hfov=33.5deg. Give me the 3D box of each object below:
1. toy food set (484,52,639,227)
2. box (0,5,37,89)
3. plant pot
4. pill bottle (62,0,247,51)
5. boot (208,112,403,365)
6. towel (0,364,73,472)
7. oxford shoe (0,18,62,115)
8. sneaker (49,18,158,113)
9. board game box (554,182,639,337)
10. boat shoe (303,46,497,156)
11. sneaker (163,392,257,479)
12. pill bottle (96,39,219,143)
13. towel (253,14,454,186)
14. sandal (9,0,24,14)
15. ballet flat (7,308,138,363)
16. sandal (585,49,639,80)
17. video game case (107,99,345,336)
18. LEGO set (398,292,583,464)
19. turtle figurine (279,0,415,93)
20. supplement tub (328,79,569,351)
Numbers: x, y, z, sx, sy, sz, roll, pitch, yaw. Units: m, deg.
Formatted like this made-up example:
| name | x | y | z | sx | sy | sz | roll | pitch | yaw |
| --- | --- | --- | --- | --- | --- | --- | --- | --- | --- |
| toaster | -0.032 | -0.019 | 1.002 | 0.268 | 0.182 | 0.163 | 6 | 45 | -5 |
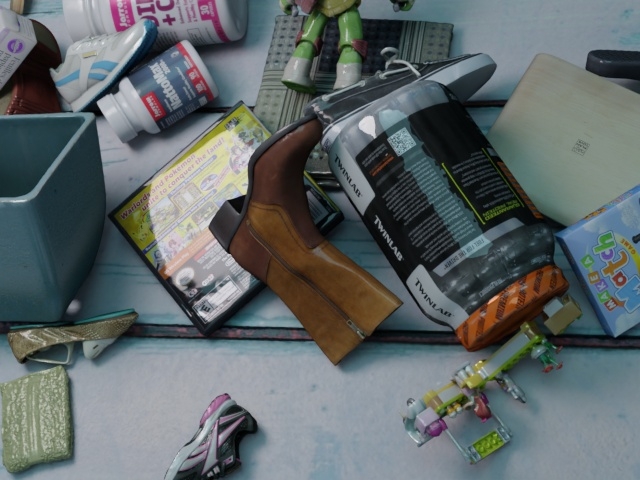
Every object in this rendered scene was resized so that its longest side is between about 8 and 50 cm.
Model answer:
| name | x | y | z | sx | sy | sz | roll | pitch | yaw |
| --- | --- | --- | --- | --- | --- | --- | --- | --- | --- |
| toy food set | 0.382 | -0.117 | 1.544 | 0.306 | 0.092 | 0.220 | 31 | 85 | 27 |
| box | -0.585 | -0.241 | 1.752 | 0.324 | 0.063 | 0.067 | -44 | 48 | 23 |
| plant pot | -0.456 | -0.018 | 1.567 | 0.247 | 0.252 | 0.248 | 0 | 34 | 13 |
| pill bottle | -0.278 | -0.402 | 1.797 | 0.283 | 0.160 | 0.160 | -6 | 62 | 11 |
| boot | 0.000 | 0.000 | 1.451 | 0.280 | 0.096 | 0.264 | 45 | 118 | 12 |
| towel | -0.415 | 0.260 | 1.556 | 0.110 | 0.027 | 0.148 | -16 | 59 | 4 |
| oxford shoe | -0.511 | -0.199 | 1.793 | 0.130 | 0.123 | 0.348 | -22 | 57 | 32 |
| sneaker | -0.358 | -0.299 | 1.739 | 0.228 | 0.087 | 0.092 | -33 | 99 | 32 |
| board game box | 0.442 | 0.008 | 1.427 | 0.211 | 0.039 | 0.160 | -31 | 102 | -3 |
| boat shoe | 0.117 | -0.224 | 1.574 | 0.306 | 0.113 | 0.105 | -28 | 72 | -14 |
| sneaker | -0.149 | 0.299 | 1.450 | 0.077 | 0.072 | 0.178 | 28 | 77 | 14 |
| pill bottle | -0.267 | -0.238 | 1.738 | 0.180 | 0.108 | 0.108 | -33 | 60 | -4 |
| towel | 0.045 | -0.221 | 1.697 | 0.312 | 0.056 | 0.324 | 6 | 62 | 13 |
| sandal | -0.528 | -0.524 | 1.986 | 0.079 | 0.088 | 0.240 | 7 | 68 | -18 |
| ballet flat | -0.366 | 0.148 | 1.591 | 0.206 | 0.073 | 0.067 | -9 | 88 | 12 |
| sandal | 0.517 | -0.244 | 1.570 | 0.254 | 0.055 | 0.097 | 5 | 24 | 2 |
| video game case | -0.144 | -0.036 | 1.602 | 0.275 | 0.035 | 0.248 | -41 | 72 | -1 |
| LEGO set | 0.241 | 0.194 | 1.387 | 0.287 | 0.132 | 0.107 | -32 | 70 | -14 |
| turtle figurine | 0.038 | -0.356 | 1.683 | 0.197 | 0.274 | 0.266 | 12 | 86 | -15 |
| supplement tub | 0.175 | -0.032 | 1.448 | 0.207 | 0.207 | 0.338 | -31 | 72 | -4 |
